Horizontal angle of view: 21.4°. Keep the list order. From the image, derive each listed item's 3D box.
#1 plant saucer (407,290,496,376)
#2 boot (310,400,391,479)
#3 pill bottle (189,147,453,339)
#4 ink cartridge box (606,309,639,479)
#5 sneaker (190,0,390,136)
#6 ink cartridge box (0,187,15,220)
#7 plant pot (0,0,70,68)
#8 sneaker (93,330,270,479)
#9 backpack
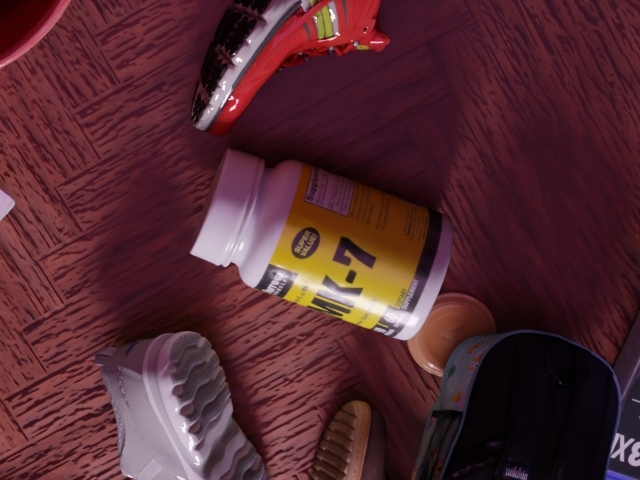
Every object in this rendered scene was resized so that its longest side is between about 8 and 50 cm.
[{"bbox_3d":[0.121,0.087,1.557,0.084,0.013,0.083,-1,107,-3],"label":"plant saucer"},{"bbox_3d":[0.095,0.271,1.594,0.207,0.090,0.248,4,103,-18],"label":"boot"},{"bbox_3d":[0.000,0.000,1.472,0.209,0.119,0.119,19,105,-7],"label":"pill bottle"},{"bbox_3d":[0.361,0.137,1.559,0.176,0.069,0.371,19,108,-9],"label":"ink cartridge box"},{"bbox_3d":[-0.002,-0.184,1.427,0.118,0.107,0.279,36,105,-21],"label":"sneaker"},{"bbox_3d":[-0.357,-0.009,1.486,0.104,0.060,0.180,41,102,-12],"label":"ink cartridge box"},{"bbox_3d":[-0.303,-0.268,1.313,0.275,0.243,0.274,-1,106,-2],"label":"plant pot"},{"bbox_3d":[-0.127,0.205,1.559,0.115,0.105,0.281,2,115,33],"label":"sneaker"},{"bbox_3d":[0.175,0.174,1.508,0.166,0.144,0.188,19,84,-13],"label":"backpack"}]
